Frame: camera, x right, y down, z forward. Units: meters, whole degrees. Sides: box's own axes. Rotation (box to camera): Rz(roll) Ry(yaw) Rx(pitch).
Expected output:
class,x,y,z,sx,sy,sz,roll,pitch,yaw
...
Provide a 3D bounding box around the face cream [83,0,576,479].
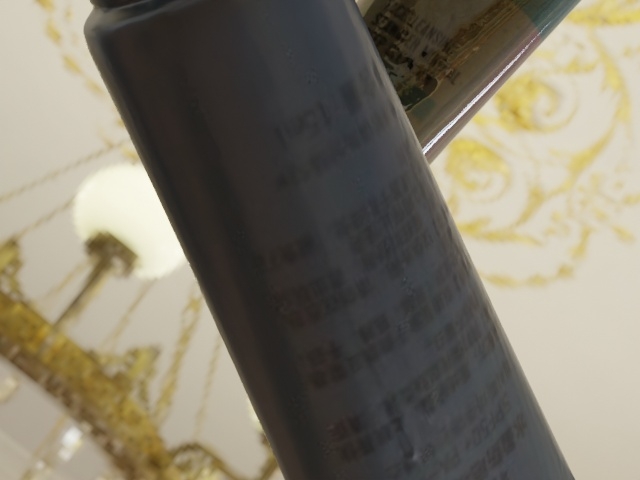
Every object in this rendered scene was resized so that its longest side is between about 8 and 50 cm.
class,x,y,z,sx,sy,sz,roll,pitch,yaw
face cream,0.000,0.000,0.634,0.086,0.135,0.385,-6,-65,47

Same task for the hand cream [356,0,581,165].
class,x,y,z,sx,sy,sz,roll,pitch,yaw
hand cream,0.075,-0.118,0.879,0.111,0.312,0.070,35,-9,11
